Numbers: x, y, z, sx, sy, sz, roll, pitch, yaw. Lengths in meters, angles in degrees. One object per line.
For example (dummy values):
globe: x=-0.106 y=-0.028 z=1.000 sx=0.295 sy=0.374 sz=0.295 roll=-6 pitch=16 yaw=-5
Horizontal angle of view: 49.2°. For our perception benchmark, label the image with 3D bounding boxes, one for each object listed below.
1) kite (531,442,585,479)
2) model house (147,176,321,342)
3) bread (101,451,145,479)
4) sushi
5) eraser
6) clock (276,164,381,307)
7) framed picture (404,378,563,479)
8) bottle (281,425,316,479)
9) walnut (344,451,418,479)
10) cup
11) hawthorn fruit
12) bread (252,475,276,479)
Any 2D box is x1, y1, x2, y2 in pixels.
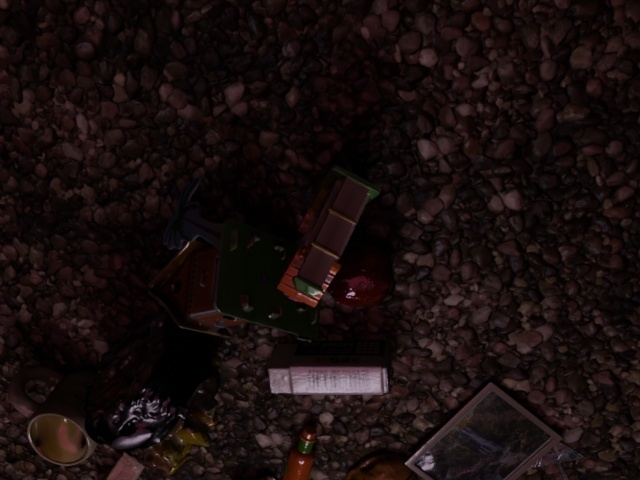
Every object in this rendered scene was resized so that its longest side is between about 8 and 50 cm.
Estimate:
kite: x=0.588 y=0.554 z=1.741 sx=0.137 sy=0.005 sz=0.152 roll=-13 pitch=110 yaw=13
model house: x=-0.206 y=0.055 z=1.595 sx=0.324 sy=0.340 sz=0.300 roll=-15 pitch=154 yaw=39
bread: x=-0.558 y=0.661 z=1.958 sx=0.077 sy=0.105 sz=0.152 roll=37 pitch=82 yaw=-7
sushi: x=-0.359 y=0.360 z=1.654 sx=0.329 sy=0.328 sz=0.285 roll=-44 pitch=115 yaw=9
eraser: x=0.024 y=0.300 z=1.656 sx=0.279 sy=0.124 sz=0.081 roll=-2 pitch=112 yaw=9
clock: x=0.000 y=0.000 z=1.421 sx=0.106 sy=0.220 sz=0.255 roll=28 pitch=78 yaw=-5
framed picture: x=0.400 y=0.518 z=1.735 sx=0.240 sy=0.020 sz=0.324 roll=40 pitch=109 yaw=-6
bottle: x=-0.048 y=0.561 z=1.813 sx=0.069 sy=0.069 sz=0.187 roll=17 pitch=113 yaw=1
walnut: x=0.156 y=0.648 z=1.805 sx=0.211 sy=0.087 sz=0.167 roll=-37 pitch=106 yaw=21
cup: x=-0.657 y=0.431 z=1.775 sx=0.255 sy=0.202 sz=0.173 roll=15 pitch=114 yaw=2
hawthorn fruit: x=0.074 y=0.078 z=1.536 sx=0.172 sy=0.148 sz=0.148 roll=-9 pitch=112 yaw=-6
bread: x=-0.141 y=0.772 z=1.892 sx=0.178 sy=0.142 sz=0.266 roll=-33 pitch=107 yaw=-22
